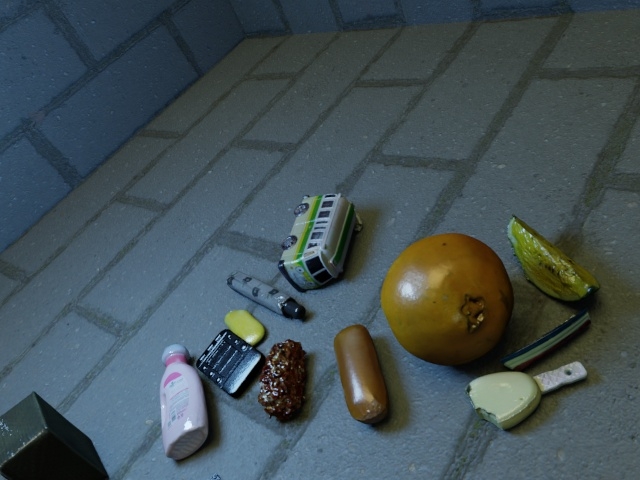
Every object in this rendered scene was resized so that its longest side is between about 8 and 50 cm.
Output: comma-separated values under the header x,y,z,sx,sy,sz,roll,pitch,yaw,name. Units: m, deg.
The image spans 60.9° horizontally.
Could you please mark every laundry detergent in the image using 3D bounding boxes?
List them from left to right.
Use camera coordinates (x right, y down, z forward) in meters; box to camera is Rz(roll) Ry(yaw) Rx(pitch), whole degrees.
x,y,z,sx,sy,sz,roll,pitch,yaw,name
-0.388,0.428,1.510,0.159,0.088,0.335,-45,36,11,laundry detergent

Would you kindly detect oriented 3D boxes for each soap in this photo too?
x,y,z,sx,sy,sz,roll,pitch,yaw,name
-0.228,0.261,1.647,0.089,0.033,0.168,-35,40,-12,soap

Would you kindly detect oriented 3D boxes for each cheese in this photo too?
x,y,z,sx,sy,sz,roll,pitch,yaw,name
0.450,0.325,1.182,0.255,0.050,0.127,-22,39,7,cheese

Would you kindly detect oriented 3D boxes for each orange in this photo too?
x,y,z,sx,sy,sz,roll,pitch,yaw,name
0.295,0.136,1.280,0.312,0.312,0.312,-16,41,14,orange

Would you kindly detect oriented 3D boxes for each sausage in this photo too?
x,y,z,sx,sy,sz,roll,pitch,yaw,name
0.099,0.324,1.344,0.105,0.105,0.274,-22,40,7,sausage

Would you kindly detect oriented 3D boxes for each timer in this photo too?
x,y,z,sx,sy,sz,roll,pitch,yaw,name
-0.255,0.347,1.554,0.187,0.055,0.144,25,71,39,timer

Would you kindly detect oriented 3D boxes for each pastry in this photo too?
x,y,z,sx,sy,sz,roll,pitch,yaw,name
-0.098,0.357,1.418,0.097,0.115,0.208,-22,40,25,pastry

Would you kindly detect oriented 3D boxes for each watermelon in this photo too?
x,y,z,sx,sy,sz,roll,pitch,yaw,name
0.572,0.051,1.348,0.123,0.129,0.301,-32,45,-1,watermelon

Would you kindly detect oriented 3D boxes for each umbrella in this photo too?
x,y,z,sx,sy,sz,roll,pitch,yaw,name
-0.171,0.169,1.685,0.337,0.073,0.067,20,78,41,umbrella

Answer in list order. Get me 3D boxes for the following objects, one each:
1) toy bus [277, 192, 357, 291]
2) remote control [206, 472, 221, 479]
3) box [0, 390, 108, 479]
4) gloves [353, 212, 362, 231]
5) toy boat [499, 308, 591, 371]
x,y,z,sx,sy,sz,roll,pitch,yaw,name
0.000,0.000,1.702,0.179,0.143,0.305,-9,44,31,toy bus
-0.280,0.608,1.316,0.096,0.014,0.039,-39,41,-16,remote control
-0.705,0.554,1.414,0.143,0.273,0.184,-38,41,-18,box
0.120,-0.066,1.800,0.044,0.037,0.081,-42,36,51,gloves
0.514,0.230,1.242,0.229,0.080,0.046,-32,74,-6,toy boat
